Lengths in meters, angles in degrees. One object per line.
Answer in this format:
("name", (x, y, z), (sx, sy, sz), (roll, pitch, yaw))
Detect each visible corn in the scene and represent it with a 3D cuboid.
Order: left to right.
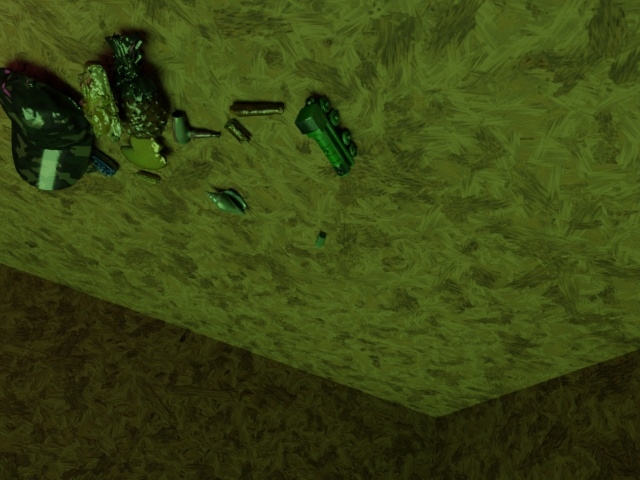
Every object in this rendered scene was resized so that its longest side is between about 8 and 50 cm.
("corn", (-0.673, -0.244, 1.720), (0.093, 0.037, 0.037), (20, 147, 2))

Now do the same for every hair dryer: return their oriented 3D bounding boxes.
("hair dryer", (-0.401, -0.357, 1.431), (0.154, 0.053, 0.106), (10, 143, -5))

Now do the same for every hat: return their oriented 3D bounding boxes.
("hat", (-0.965, -0.352, 1.501), (0.367, 0.381, 0.257), (19, -171, -4))

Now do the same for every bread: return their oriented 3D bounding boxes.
("bread", (-0.623, -0.327, 1.560), (0.188, 0.065, 0.149), (6, 134, 22))
("bread", (-0.260, -0.340, 1.387), (0.047, 0.036, 0.083), (3, 147, 49))

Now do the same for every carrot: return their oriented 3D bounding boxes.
("carrot", (-0.185, -0.382, 1.289), (0.171, 0.042, 0.042), (3, 144, 16))

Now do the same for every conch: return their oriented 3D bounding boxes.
("conch", (-0.358, -0.155, 1.688), (0.180, 0.088, 0.065), (25, -170, -22))

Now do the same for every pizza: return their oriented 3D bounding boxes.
("pizza", (-0.660, -0.400, 1.303), (0.324, 0.090, 0.222), (6, 112, 62))

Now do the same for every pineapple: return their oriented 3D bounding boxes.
("pineapple", (-0.526, -0.442, 1.278), (0.170, 0.141, 0.309), (39, 145, 22))

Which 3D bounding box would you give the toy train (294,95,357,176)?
("toy train", (0.023, -0.289, 1.252), (0.085, 0.119, 0.251), (-9, 137, 33))

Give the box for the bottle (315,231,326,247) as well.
("bottle", (0.000, 0.000, 1.760), (0.031, 0.030, 0.083), (20, 148, -2))

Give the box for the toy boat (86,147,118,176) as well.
("toy boat", (-0.872, -0.291, 1.679), (0.091, 0.110, 0.175), (-15, 133, 44))
